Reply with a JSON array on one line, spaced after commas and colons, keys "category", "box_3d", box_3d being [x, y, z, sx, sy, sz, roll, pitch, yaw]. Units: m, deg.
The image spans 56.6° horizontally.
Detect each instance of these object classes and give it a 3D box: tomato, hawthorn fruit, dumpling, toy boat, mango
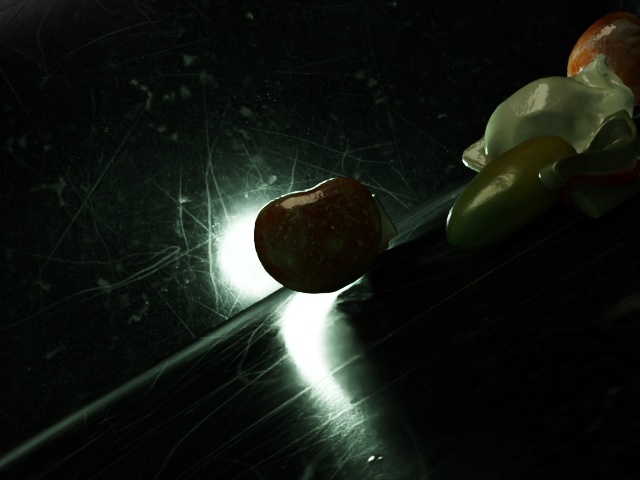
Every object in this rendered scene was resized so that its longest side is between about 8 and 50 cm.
[{"category": "tomato", "box_3d": [0.000, 0.000, 1.227, 0.270, 0.222, 0.270, -18, -2, -1]}, {"category": "hawthorn fruit", "box_3d": [0.718, -0.432, 1.459, 0.263, 0.235, 0.231, -21, 2, 25]}, {"category": "dumpling", "box_3d": [0.443, -0.196, 1.138, 0.318, 0.187, 0.242, -39, 36, 24]}, {"category": "toy boat", "box_3d": [0.275, -0.072, 0.582, 0.185, 0.071, 0.089, -31, 1, -39]}, {"category": "mango", "box_3d": [0.243, -0.062, 0.734, 0.137, 0.091, 0.237, -38, 1, 41]}]

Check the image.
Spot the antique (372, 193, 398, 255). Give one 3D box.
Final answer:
[{"category": "antique", "box_3d": [0.101, -0.019, 1.550, 0.152, 0.148, 0.147, -31, 0, -12]}]
